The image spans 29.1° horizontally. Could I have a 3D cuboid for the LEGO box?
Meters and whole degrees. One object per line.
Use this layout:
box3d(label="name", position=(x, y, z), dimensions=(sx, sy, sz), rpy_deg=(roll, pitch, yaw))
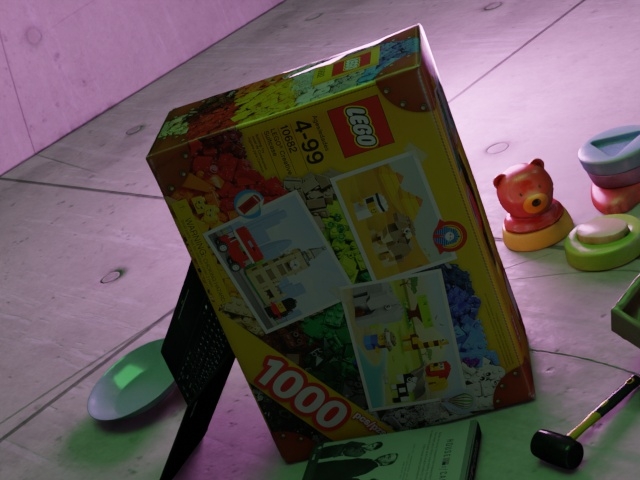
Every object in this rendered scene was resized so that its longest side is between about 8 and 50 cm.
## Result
box3d(label="LEGO box", position=(0.041, 0.014, 1.683), dimensions=(0.372, 0.500, 0.193), rpy_deg=(-17, 24, 12))

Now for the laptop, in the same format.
box3d(label="laptop", position=(-0.211, 0.197, 1.800), dimensions=(0.136, 0.234, 0.264), rpy_deg=(-8, 50, -32))

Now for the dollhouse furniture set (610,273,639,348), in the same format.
box3d(label="dollhouse furniture set", position=(0.584, 0.099, 1.581), dimensions=(0.303, 0.198, 0.286), rpy_deg=(36, 80, 27))

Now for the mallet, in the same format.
box3d(label="mallet", position=(0.339, 0.223, 1.569), dimensions=(0.062, 0.039, 0.189), rpy_deg=(8, 34, 43))

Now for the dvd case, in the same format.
box3d(label="dvd case", position=(0.084, 0.312, 1.600), dimensions=(0.238, 0.030, 0.179), rpy_deg=(-12, 26, 21))

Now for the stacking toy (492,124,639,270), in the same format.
box3d(label="stacking toy", position=(0.454, -0.088, 1.996), dimensions=(0.309, 0.130, 0.279), rpy_deg=(-28, 24, -13))

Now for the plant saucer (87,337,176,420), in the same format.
box3d(label="plant saucer", position=(-0.295, 0.239, 2.043), dimensions=(0.195, 0.037, 0.195), rpy_deg=(-24, 26, 13))
